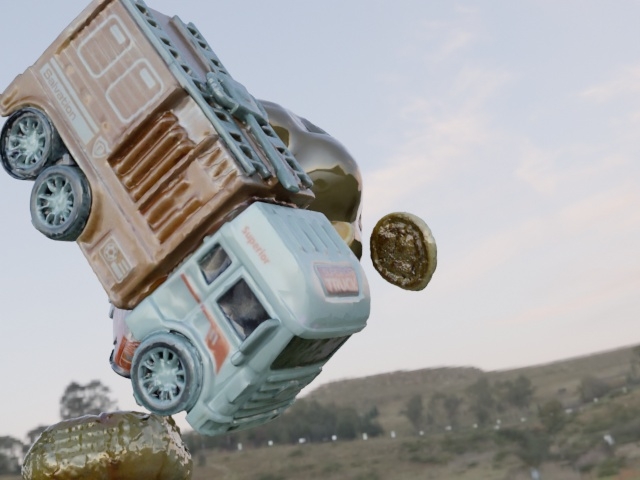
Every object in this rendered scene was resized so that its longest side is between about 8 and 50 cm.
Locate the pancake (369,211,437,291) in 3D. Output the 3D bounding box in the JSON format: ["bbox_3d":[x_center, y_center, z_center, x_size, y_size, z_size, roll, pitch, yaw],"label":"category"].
[{"bbox_3d":[0.149,0.020,1.469,0.028,0.158,0.158,-13,-12,-43],"label":"pancake"}]

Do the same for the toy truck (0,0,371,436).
[{"bbox_3d":[-0.091,-0.026,0.580,0.162,0.305,0.136,-42,-20,19],"label":"toy truck"}]

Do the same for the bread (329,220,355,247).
[{"bbox_3d":[0.000,0.000,1.219,0.110,0.110,0.024,-13,-59,8],"label":"bread"}]

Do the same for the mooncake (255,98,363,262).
[{"bbox_3d":[-0.132,-0.042,1.566,0.467,0.466,0.262,-13,1,8],"label":"mooncake"}]

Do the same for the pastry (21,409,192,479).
[{"bbox_3d":[-0.249,0.277,0.953,0.193,0.093,0.182,-12,-38,-3],"label":"pastry"}]

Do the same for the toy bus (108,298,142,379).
[{"bbox_3d":[-0.193,0.086,0.908,0.079,0.174,0.077,14,-71,-20],"label":"toy bus"}]
